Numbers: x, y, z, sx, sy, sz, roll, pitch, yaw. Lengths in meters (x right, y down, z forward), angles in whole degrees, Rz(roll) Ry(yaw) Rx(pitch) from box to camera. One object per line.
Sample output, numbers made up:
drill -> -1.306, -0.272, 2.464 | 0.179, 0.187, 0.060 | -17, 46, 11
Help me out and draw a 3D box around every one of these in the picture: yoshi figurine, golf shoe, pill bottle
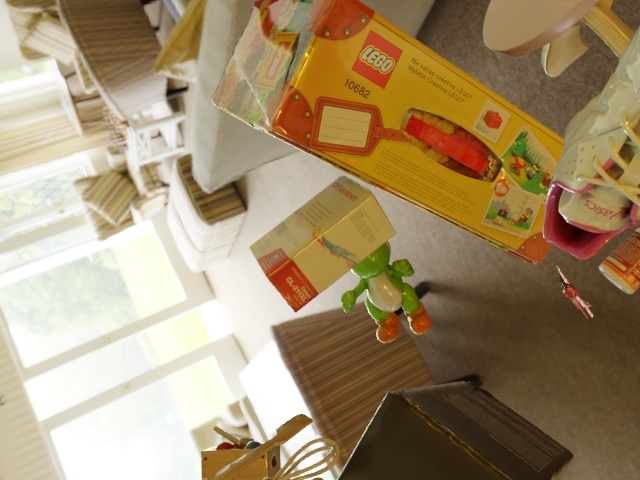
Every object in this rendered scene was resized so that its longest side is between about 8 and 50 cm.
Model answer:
yoshi figurine -> 0.157, 0.112, 1.589 | 0.203, 0.203, 0.362 | 7, 129, 58
golf shoe -> 0.246, -0.076, 0.433 | 0.115, 0.140, 0.306 | 28, 165, 14
pill bottle -> 0.656, 0.030, 1.225 | 0.086, 0.152, 0.086 | 40, -170, -8

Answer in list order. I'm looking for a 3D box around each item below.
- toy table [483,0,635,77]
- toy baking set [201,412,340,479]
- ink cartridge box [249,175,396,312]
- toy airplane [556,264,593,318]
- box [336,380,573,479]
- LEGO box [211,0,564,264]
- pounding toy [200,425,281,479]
toy table -> 0.391, -0.362, 0.875 | 0.274, 0.160, 0.252 | -32, 51, 51
toy baking set -> -0.064, 0.303, 0.685 | 0.256, 0.196, 0.030 | -109, 2, -70
ink cartridge box -> 0.000, 0.000, 0.825 | 0.072, 0.175, 0.127 | 54, 177, -23
toy airplane -> 0.568, 0.125, 1.339 | 0.151, 0.028, 0.151 | 43, -160, -20
box -> 0.220, 0.559, 1.182 | 0.297, 0.471, 0.480 | 33, 98, 32
LEGO box -> 0.114, -0.181, 0.972 | 0.193, 0.499, 0.372 | -63, 28, 7
pounding toy -> -0.138, 0.369, 1.013 | 0.141, 0.130, 0.100 | 61, -155, -75
